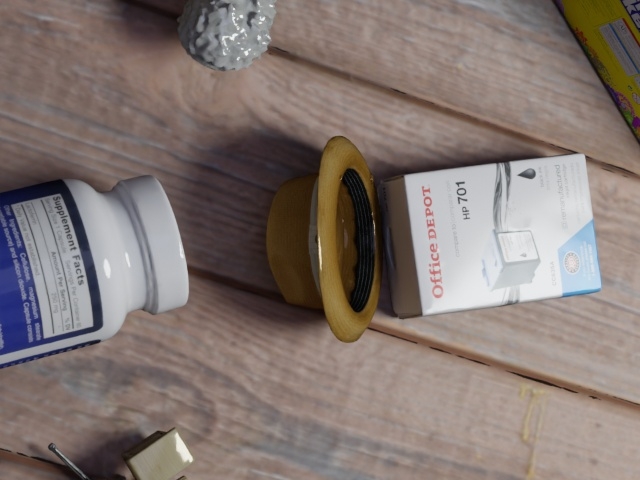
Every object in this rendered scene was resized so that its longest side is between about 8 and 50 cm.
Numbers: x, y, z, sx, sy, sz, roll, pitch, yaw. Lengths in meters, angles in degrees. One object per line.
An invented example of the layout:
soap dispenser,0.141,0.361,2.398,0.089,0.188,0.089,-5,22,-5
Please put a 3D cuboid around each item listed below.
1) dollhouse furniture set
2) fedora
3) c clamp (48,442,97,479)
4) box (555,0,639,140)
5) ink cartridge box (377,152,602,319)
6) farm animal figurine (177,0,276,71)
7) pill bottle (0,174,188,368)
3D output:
dollhouse furniture set,-0.146,0.288,1.728,0.161,0.101,0.182,-34,101,-20
fedora,0.000,0.000,1.794,0.079,0.194,0.194,-3,87,20
c clamp,-0.242,0.289,1.758,0.137,0.022,0.160,39,76,-16
box,0.403,-0.266,1.896,0.279,0.177,0.290,-35,97,-16
ink cartridge box,0.164,-0.004,1.860,0.191,0.082,0.139,-8,89,-18
farm animal figurine,-0.128,-0.363,1.744,0.330,0.172,0.326,31,79,-13
pill bottle,-0.260,0.030,1.695,0.265,0.153,0.153,-13,91,-17
